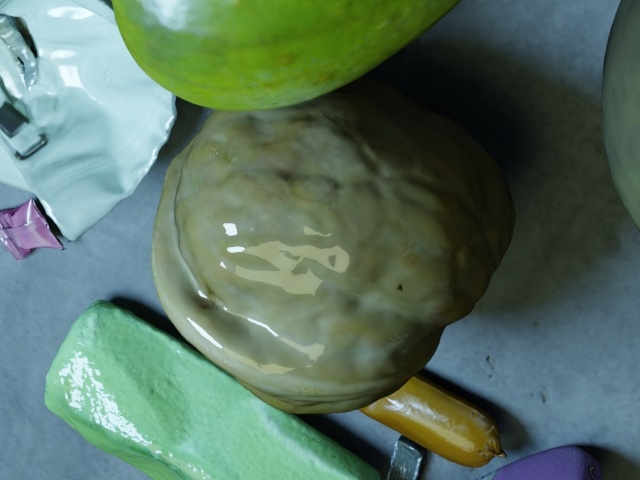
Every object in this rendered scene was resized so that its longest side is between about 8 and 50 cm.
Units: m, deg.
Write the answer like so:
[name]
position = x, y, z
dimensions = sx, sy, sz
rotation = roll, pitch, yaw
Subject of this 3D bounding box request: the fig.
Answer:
[fig]
position = -0.006, -0.238, 1.368
dimensions = 0.326, 0.258, 0.258
rotation = -16, 118, 13

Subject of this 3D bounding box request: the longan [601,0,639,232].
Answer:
[longan]
position = 0.339, -0.111, 1.262
dimensions = 0.288, 0.288, 0.350
rotation = 31, 128, 3

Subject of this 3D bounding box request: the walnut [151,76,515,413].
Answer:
[walnut]
position = 0.000, 0.000, 1.527
dimensions = 0.285, 0.285, 0.296
rotation = 30, 155, 4

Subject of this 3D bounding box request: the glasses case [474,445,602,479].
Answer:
[glasses case]
position = 0.134, 0.288, 1.755
dimensions = 0.076, 0.123, 0.316
rotation = 41, 128, -20

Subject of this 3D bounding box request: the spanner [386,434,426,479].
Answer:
[spanner]
position = 0.062, 0.311, 1.896
dimensions = 0.093, 0.026, 0.325
rotation = 21, 130, 13

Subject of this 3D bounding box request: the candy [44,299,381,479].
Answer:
[candy]
position = -0.106, 0.194, 1.832
dimensions = 0.344, 0.132, 0.142
rotation = 33, 175, 4

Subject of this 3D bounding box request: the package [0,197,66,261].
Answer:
[package]
position = -0.283, -0.009, 1.825
dimensions = 0.083, 0.029, 0.059
rotation = -14, 114, 45

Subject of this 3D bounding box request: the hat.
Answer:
[hat]
position = -0.274, -0.164, 1.647
dimensions = 0.301, 0.168, 0.258
rotation = 25, 154, 41

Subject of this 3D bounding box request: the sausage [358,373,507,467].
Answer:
[sausage]
position = 0.090, 0.154, 1.739
dimensions = 0.183, 0.054, 0.062
rotation = 26, 100, 10
